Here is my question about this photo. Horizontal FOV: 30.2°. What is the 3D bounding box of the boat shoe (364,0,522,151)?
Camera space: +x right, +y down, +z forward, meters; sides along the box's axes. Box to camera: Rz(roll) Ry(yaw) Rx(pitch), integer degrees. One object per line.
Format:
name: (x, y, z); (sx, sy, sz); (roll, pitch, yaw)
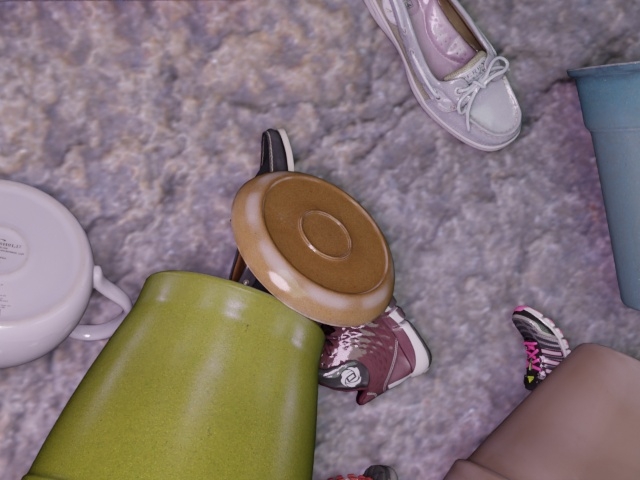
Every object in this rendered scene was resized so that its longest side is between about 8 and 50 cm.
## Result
boat shoe: (0.172, -0.263, 1.624); (0.118, 0.103, 0.320); (-33, 94, -12)

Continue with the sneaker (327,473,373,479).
sneaker: (-0.006, 0.391, 1.557); (0.225, 0.088, 0.092); (-38, 104, 10)

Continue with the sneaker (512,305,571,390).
sneaker: (0.309, 0.172, 1.652); (0.075, 0.063, 0.170); (-35, 100, -18)

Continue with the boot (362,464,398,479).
boot: (0.138, 0.418, 1.609); (0.161, 0.083, 0.246); (-4, 88, -25)

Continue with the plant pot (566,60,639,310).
plant pot: (0.520, -0.085, 1.594); (0.341, 0.341, 0.334); (-9, 97, -13)

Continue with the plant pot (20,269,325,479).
plant pot: (-0.153, 0.238, 1.428); (0.367, 0.366, 0.352); (22, 71, -10)

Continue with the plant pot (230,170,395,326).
plant pot: (0.000, 0.000, 1.463); (0.236, 0.032, 0.236); (22, 42, -22)

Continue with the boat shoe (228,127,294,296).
boat shoe: (-0.078, -0.037, 1.568); (0.079, 0.084, 0.233); (6, 88, -16)

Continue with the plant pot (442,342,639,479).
plant pot: (0.349, 0.296, 1.522); (0.323, 0.323, 0.280); (33, 81, -9)

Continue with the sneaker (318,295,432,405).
sneaker: (0.013, 0.099, 1.573); (0.162, 0.106, 0.281); (-36, 96, -9)

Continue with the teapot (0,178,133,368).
teapot: (-0.398, 0.061, 1.450); (0.256, 0.187, 0.252); (43, 52, 12)
